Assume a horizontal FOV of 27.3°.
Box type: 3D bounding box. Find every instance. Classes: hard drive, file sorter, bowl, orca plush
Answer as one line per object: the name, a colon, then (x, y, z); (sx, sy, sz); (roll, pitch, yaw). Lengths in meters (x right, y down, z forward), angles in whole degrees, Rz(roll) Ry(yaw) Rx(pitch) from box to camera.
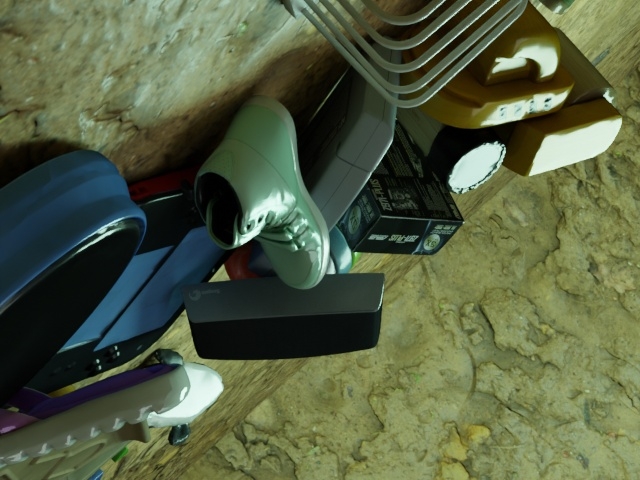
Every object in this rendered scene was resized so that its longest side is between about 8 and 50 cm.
hard drive: (-0.045, 0.100, 1.684); (0.254, 0.054, 0.172); (-3, 153, -2)
file sorter: (0.079, -0.252, 1.141); (0.193, 0.173, 0.278); (-42, 170, -2)
bowl: (-0.309, 0.084, 1.192); (0.391, 0.077, 0.391); (-46, 175, -5)
orca plush: (-0.288, 0.268, 2.098); (0.102, 0.151, 0.287); (-9, -161, 42)

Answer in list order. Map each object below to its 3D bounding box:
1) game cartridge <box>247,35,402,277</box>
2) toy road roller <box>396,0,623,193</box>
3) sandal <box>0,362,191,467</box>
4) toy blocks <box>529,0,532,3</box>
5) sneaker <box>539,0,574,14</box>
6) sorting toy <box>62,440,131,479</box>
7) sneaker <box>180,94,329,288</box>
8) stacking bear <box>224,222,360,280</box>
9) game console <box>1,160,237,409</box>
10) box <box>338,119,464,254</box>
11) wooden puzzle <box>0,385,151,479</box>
game cartridge: (0.005, -0.089, 1.610); (0.297, 0.062, 0.198); (-52, -157, 39)
toy road roller: (0.244, -0.224, 1.680); (0.329, 0.202, 0.241); (-14, 144, -30)
sandal: (-0.349, 0.187, 1.417); (0.416, 0.102, 0.169); (-16, -179, -16)
toy blocks: (0.273, -0.347, 1.830); (0.148, 0.054, 0.123); (-35, 168, -36)
sneaker: (0.373, -0.398, 1.969); (0.086, 0.064, 0.192); (-51, 177, 26)
sorting toy: (-0.388, 0.358, 2.240); (0.196, 0.047, 0.348); (-44, 171, -21)
sneaker: (-0.074, -0.015, 1.447); (0.151, 0.094, 0.256); (-54, 141, -39)
stacking bear: (0.010, -0.030, 1.847); (0.289, 0.164, 0.175); (-49, 165, -32)
game console: (-0.221, 0.050, 1.562); (0.386, 0.060, 0.342); (-49, 169, 28)
box: (0.084, -0.074, 1.745); (0.147, 0.180, 0.077); (2, 141, -38)
wooden puzzle: (-0.401, 0.290, 1.742); (0.347, 0.081, 0.322); (-26, 166, -12)
